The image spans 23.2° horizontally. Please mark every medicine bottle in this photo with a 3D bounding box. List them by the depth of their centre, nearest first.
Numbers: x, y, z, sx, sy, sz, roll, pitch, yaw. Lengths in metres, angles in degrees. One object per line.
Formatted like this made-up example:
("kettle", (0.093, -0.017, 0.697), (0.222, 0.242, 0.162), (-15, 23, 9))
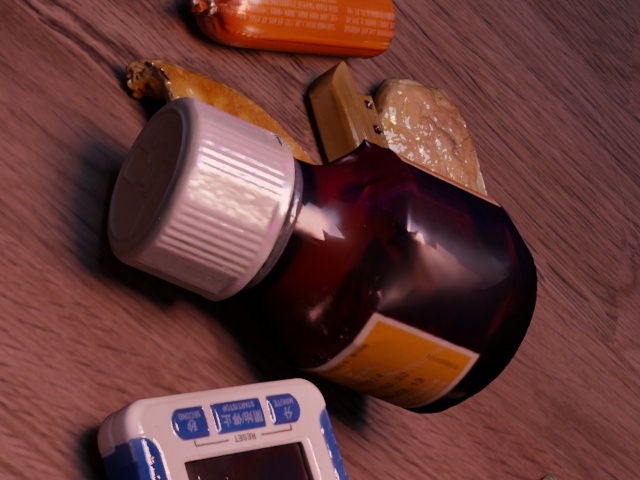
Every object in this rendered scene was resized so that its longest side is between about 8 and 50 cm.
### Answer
("medicine bottle", (0.000, 0.000, 1.520), (0.395, 0.242, 0.242), (29, 46, -27))

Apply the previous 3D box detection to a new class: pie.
("pie", (0.127, -0.105, 1.897), (0.185, 0.052, 0.218), (4, 65, -50))

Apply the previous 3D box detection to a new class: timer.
("timer", (-0.080, 0.223, 1.402), (0.253, 0.078, 0.178), (-1, 69, -49))

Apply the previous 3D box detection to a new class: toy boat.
("toy boat", (0.042, -0.107, 1.796), (0.077, 0.057, 0.200), (8, 60, -55))

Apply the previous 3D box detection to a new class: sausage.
("sausage", (-0.039, -0.259, 1.773), (0.312, 0.093, 0.093), (-3, 68, -51))

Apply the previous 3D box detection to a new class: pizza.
("pizza", (-0.093, -0.103, 1.631), (0.271, 0.056, 0.134), (25, 46, -40))

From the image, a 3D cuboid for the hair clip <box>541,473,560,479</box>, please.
("hair clip", (0.229, 0.315, 1.741), (0.229, 0.036, 0.066), (-31, 97, -54))
